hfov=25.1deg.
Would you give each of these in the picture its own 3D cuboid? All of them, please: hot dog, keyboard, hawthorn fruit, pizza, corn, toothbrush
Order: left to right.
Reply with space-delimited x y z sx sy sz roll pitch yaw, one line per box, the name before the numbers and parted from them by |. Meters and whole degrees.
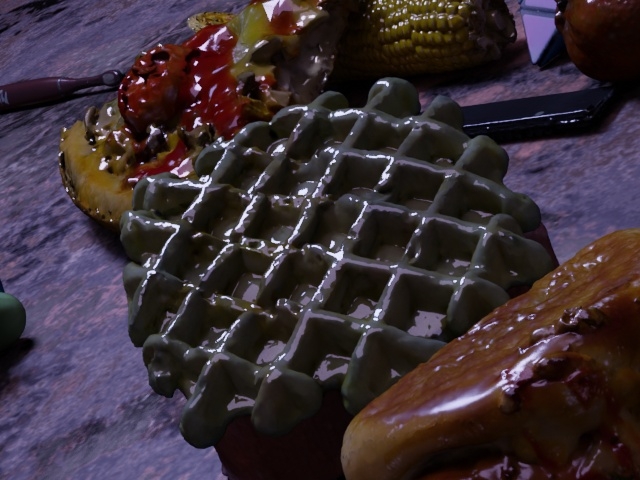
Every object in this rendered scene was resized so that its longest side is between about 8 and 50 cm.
toothbrush | -0.428 -0.229 2.193 0.364 0.041 0.041 -5 32 40
pizza | -0.114 -0.175 1.571 0.406 0.130 0.440 -51 34 -10
corn | 0.081 -0.233 1.614 0.305 0.106 0.106 -1 34 44
keyboard | 0.176 -0.117 1.389 0.231 0.023 0.072 -4 25 40
hot dog | 0.147 0.100 0.831 0.256 0.150 0.153 -34 16 -17
hawthorn fruit | 0.322 -0.231 1.343 0.203 0.163 0.162 -12 25 1

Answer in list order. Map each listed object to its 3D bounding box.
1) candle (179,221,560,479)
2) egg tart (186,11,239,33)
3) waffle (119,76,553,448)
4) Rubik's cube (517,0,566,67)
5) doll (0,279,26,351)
candle | 0.041 0.040 1.077 0.287 0.131 0.317 -9 31 29
egg tart | -0.119 -0.275 1.931 0.129 0.049 0.129 7 22 -3
waffle | 0.000 0.000 0.997 0.292 0.056 0.309 -22 41 0
Rubik's cube | 0.277 -0.280 1.442 0.178 0.211 0.190 130 158 -71
doll | -0.463 0.063 1.450 0.322 0.198 0.186 -17 54 2
